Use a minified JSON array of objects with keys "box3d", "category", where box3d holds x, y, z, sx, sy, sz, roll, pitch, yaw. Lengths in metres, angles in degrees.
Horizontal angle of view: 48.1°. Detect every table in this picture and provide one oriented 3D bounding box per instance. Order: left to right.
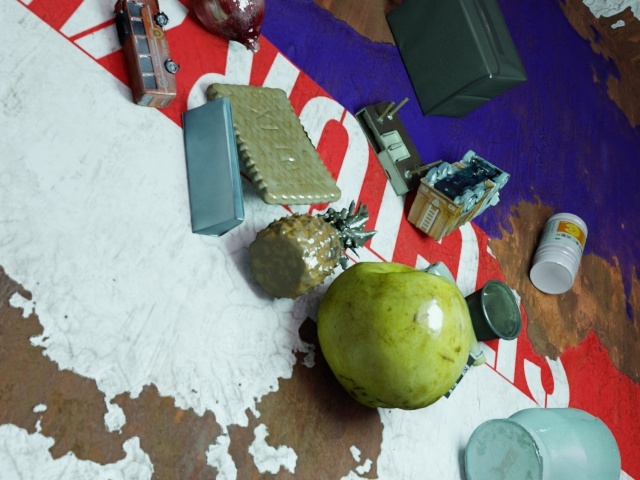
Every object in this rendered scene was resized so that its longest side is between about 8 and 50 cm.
[{"box3d":[0.211,-0.253,1.838,0.121,0.111,0.240,-26,87,-47],"category":"table"}]

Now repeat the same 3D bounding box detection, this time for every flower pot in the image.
[{"box3d":[0.416,0.185,1.802,0.157,0.106,0.158,20,59,-37],"category":"flower pot"}]

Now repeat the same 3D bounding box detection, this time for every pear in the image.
[{"box3d":[0.149,0.191,1.416,0.304,0.304,0.304,22,55,-34],"category":"pear"}]

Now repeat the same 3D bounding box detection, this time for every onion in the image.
[{"box3d":[-0.188,-0.500,1.572,0.159,0.159,0.195,-46,115,-46],"category":"onion"}]

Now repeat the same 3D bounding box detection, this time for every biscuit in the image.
[{"box3d":[-0.100,-0.205,1.521,0.217,0.044,0.325,-7,59,-42],"category":"biscuit"}]

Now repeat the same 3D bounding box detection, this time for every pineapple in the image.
[{"box3d":[0.000,0.000,1.487,0.340,0.169,0.169,-31,91,-54],"category":"pineapple"}]

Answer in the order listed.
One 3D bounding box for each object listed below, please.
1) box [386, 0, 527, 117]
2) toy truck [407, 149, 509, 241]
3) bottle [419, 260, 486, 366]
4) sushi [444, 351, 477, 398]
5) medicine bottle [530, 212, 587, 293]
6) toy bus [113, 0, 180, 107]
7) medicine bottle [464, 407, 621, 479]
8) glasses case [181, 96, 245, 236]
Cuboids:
[{"box3d":[0.389,-0.556,2.070,0.204,0.251,0.345,-6,74,-45],"category":"box"},{"box3d":[0.359,-0.113,1.864,0.136,0.162,0.305,37,37,21],"category":"toy truck"},{"box3d":[0.323,0.181,1.734,0.083,0.083,0.270,-34,96,-47],"category":"bottle"},{"box3d":[0.240,0.258,1.636,0.192,0.050,0.215,44,33,10],"category":"sushi"},{"box3d":[0.712,0.036,2.144,0.133,0.133,0.250,49,45,-12],"category":"medicine bottle"},{"box3d":[-0.341,-0.376,1.413,0.096,0.073,0.235,-6,73,-38],"category":"toy bus"},{"box3d":[0.489,0.493,1.603,0.290,0.245,0.245,13,60,-40],"category":"medicine bottle"},{"box3d":[-0.205,-0.143,1.410,0.056,0.105,0.266,34,44,-61],"category":"glasses case"}]
